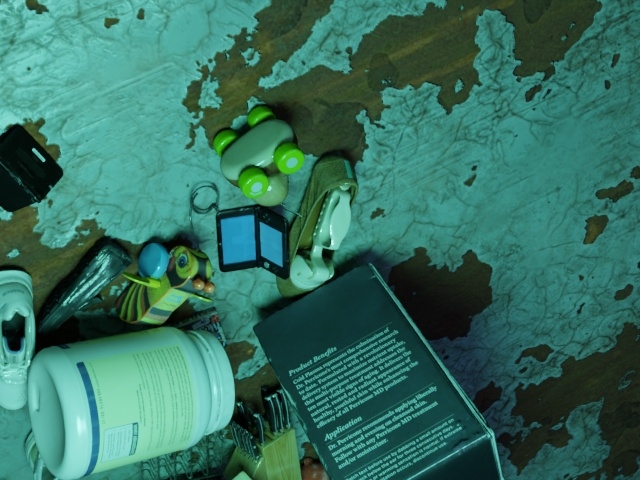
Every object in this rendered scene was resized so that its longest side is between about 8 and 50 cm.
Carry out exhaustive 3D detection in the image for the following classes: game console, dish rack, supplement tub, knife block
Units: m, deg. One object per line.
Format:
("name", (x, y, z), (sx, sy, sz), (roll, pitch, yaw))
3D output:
("game console", (-0.523, -0.120, 1.484), (0.107, 0.071, 0.122), (-56, 133, -22))
("dish rack", (-0.311, 0.478, 1.932), (0.208, 0.074, 0.272), (-7, 125, -18))
("supplement tub", (-0.346, 0.288, 1.604), (0.324, 0.235, 0.236), (-7, 124, -36))
("knife block", (-0.103, 0.457, 1.982), (0.275, 0.088, 0.242), (31, 85, -46))
("game console", (-0.131, 0.012, 1.705), (0.085, 0.124, 0.144), (-31, 134, -38))

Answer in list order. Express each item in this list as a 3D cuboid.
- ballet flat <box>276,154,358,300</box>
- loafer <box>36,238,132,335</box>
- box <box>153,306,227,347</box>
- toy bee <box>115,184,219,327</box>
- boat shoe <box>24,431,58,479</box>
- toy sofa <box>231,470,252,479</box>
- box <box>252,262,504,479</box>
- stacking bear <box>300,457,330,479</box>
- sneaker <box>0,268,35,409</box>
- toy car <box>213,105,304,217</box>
("ballet flat", (0.000, 0.000, 1.728), (0.116, 0.124, 0.343), (8, 117, -28))
("loafer", (-0.440, 0.098, 1.620), (0.223, 0.076, 0.078), (-47, 120, 5))
("box", (-0.268, 0.201, 1.797), (0.137, 0.027, 0.094), (-21, 126, -11))
("toy bee", (-0.272, 0.065, 1.613), (0.195, 0.162, 0.298), (-2, 128, -34))
("boat shoe", (-0.480, 0.348, 1.746), (0.118, 0.103, 0.320), (33, 101, -37))
("toy sofa", (-0.221, 0.656, 1.907), (0.177, 0.150, 0.362), (-36, 168, -33))
("box", (0.137, 0.393, 1.784), (0.297, 0.472, 0.480), (-27, 137, -5))
("stacking bear", (0.031, 0.661, 2.153), (0.164, 0.175, 0.289), (-23, 120, 26))
("sneaker", (-0.573, 0.202, 1.595), (0.110, 0.129, 0.297), (-7, 124, -23))
("toy car", (-0.086, -0.121, 1.603), (0.149, 0.155, 0.188), (-35, 138, 0))
